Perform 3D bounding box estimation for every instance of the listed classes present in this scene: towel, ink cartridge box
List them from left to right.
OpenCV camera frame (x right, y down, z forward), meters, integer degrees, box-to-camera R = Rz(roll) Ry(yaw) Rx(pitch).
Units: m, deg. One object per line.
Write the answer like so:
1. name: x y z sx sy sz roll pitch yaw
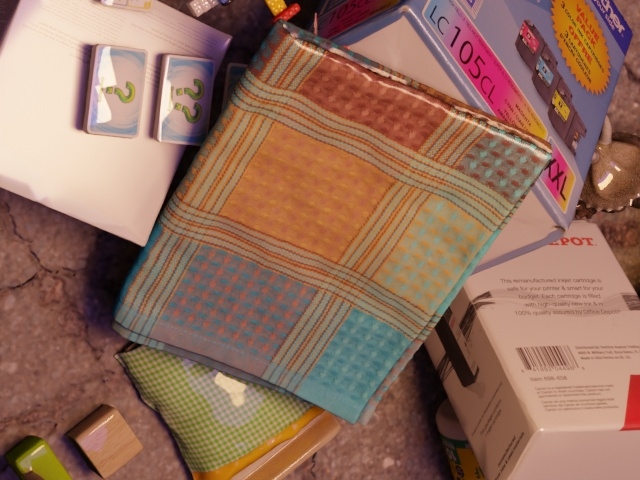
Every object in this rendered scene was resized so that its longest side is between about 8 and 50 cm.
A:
1. towel: 0.000 0.000 1.675 0.271 0.040 0.370 23 128 -13
2. ink cartridge box: 0.148 -0.198 1.792 0.270 0.151 0.395 52 36 -23
3. ink cartridge box: 0.224 0.112 1.875 0.197 0.273 0.114 0 136 -26

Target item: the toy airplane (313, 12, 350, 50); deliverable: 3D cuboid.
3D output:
1. toy airplane: -0.002 -0.121 1.621 0.151 0.151 0.028 51 31 -23

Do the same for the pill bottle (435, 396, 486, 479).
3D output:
1. pill bottle: 0.201 0.255 1.972 0.117 0.117 0.208 -24 108 -21

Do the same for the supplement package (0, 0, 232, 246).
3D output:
1. supplement package: -0.223 -0.130 1.687 0.194 0.149 0.203 24 87 -28

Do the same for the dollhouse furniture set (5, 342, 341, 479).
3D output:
1. dollhouse furniture set: -0.110 0.192 1.791 0.301 0.151 0.197 -38 112 -16

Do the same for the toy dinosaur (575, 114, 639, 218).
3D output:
1. toy dinosaur: 0.354 -0.070 1.974 0.313 0.160 0.121 2 97 -25

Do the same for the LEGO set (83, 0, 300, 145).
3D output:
1. LEGO set: -0.097 -0.201 1.626 0.182 0.060 0.244 5 95 -32
